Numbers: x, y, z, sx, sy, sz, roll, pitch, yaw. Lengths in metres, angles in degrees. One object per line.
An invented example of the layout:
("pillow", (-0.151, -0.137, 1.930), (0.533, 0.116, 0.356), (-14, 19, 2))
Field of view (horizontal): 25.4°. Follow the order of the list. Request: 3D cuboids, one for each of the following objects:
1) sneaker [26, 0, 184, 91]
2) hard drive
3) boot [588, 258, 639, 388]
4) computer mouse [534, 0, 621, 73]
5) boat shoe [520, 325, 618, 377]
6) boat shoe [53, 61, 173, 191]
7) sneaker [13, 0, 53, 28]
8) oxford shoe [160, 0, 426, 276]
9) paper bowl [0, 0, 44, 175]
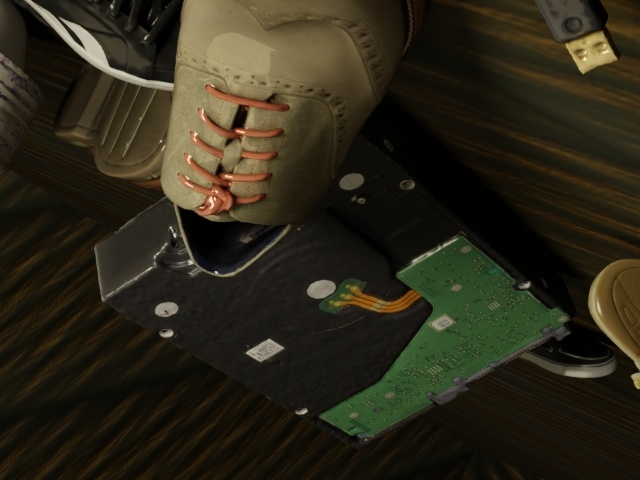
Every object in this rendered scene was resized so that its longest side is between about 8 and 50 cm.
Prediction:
("sneaker", (-0.139, -0.163, 0.860), (0.217, 0.079, 0.121), (30, 172, -9))
("hard drive", (0.024, 0.036, 1.103), (0.339, 0.237, 0.064), (36, -150, -44))
("boot", (0.265, 0.079, 1.056), (0.213, 0.077, 0.165), (27, 174, -13))
("computer mouse", (0.153, -0.046, 0.531), (0.262, 0.060, 0.184), (47, 167, -23))
("boat shoe", (0.225, 0.097, 1.392), (0.142, 0.049, 0.040), (15, 127, 38))
("boat shoe", (-0.133, -0.096, 1.198), (0.104, 0.111, 0.307), (27, -178, -25))
("sneaker", (-0.185, -0.179, 1.023), (0.089, 0.051, 0.170), (22, 174, 34))
("oxford shoe", (-0.025, -0.073, 0.767), (0.123, 0.130, 0.348), (20, 160, 5))
("paper bowl", (-0.377, -0.182, 1.260), (0.284, 0.148, 0.284), (27, 171, 5))
